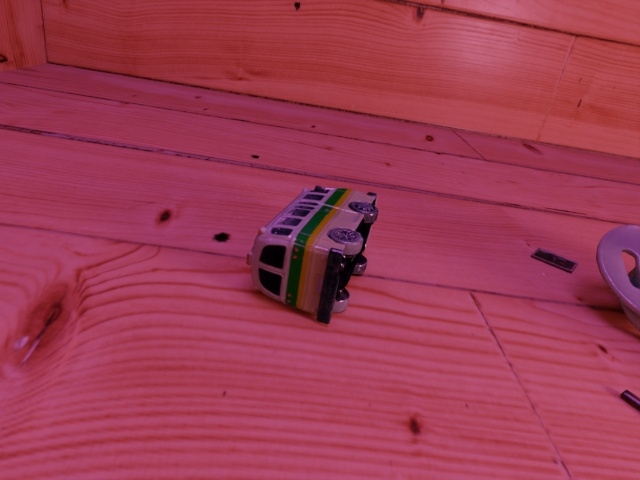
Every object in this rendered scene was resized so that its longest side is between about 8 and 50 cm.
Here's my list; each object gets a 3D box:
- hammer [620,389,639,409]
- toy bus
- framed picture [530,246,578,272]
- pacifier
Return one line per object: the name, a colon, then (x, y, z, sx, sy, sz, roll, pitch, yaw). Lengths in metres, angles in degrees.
hammer: (0.470, 0.255, 0.567, 0.062, 0.017, 0.182, -8, 30, -32)
toy bus: (0.000, 0.000, 0.769, 0.165, 0.133, 0.276, 16, 27, 11)
framed picture: (0.525, 0.043, 1.013, 0.089, 0.006, 0.066, 28, 32, 32)
pacifier: (0.678, 0.057, 0.770, 0.344, 0.269, 0.288, 9, 51, 5)
